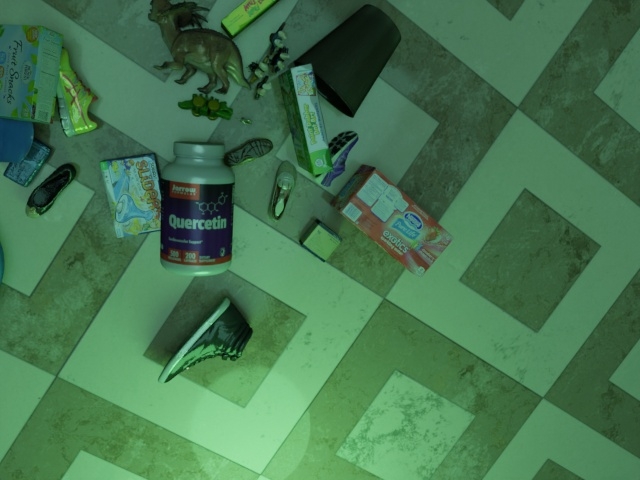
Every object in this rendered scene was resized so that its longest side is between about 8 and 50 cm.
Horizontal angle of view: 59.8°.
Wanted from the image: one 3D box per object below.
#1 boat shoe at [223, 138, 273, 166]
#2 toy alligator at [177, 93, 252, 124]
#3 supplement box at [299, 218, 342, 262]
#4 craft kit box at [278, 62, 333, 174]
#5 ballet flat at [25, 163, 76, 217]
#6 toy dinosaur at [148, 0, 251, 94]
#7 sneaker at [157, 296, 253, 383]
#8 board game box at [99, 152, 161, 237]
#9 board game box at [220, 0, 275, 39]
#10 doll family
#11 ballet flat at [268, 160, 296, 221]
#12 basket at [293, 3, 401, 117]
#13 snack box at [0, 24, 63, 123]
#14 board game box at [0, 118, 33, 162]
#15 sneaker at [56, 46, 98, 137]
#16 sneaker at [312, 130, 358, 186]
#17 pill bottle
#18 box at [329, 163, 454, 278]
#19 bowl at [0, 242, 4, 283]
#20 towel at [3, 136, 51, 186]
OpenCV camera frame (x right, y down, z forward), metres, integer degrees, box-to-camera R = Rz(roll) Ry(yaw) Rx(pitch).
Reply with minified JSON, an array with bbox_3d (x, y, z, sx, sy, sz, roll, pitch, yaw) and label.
[{"bbox_3d":[-0.189,-0.231,1.459,0.136,0.045,0.050,-20,98,-1],"label":"boat shoe"},{"bbox_3d":[-0.264,-0.339,1.418,0.190,0.056,0.051,11,69,-12],"label":"toy alligator"},{"bbox_3d":[0.000,0.000,1.542,0.083,0.056,0.083,37,95,-16],"label":"supplement box"},{"bbox_3d":[-0.039,-0.295,1.367,0.061,0.250,0.246,-17,104,-7],"label":"craft kit box"},{"bbox_3d":[-0.681,-0.126,1.392,0.057,0.049,0.173,40,93,-15],"label":"ballet flat"},{"bbox_3d":[-0.284,-0.472,1.351,0.296,0.127,0.200,18,92,-19],"label":"toy dinosaur"},{"bbox_3d":[-0.307,0.311,1.532,0.147,0.104,0.295,43,88,-11],"label":"sneaker"},{"bbox_3d":[-0.477,-0.116,1.439,0.136,0.035,0.201,-11,105,-8],"label":"board game box"},{"bbox_3d":[-0.161,-0.570,1.360,0.181,0.092,0.043,-39,107,0],"label":"board game box"},{"bbox_3d":[-0.127,-0.448,1.391,0.076,0.111,0.193,36,99,-18],"label":"doll family"},{"bbox_3d":[-0.099,-0.129,1.496,0.057,0.052,0.168,11,100,-12],"label":"ballet flat"},{"bbox_3d":[0.081,-0.465,1.404,0.204,0.154,0.227,40,90,-14],"label":"basket"},{"bbox_3d":[-0.686,-0.379,1.269,0.175,0.070,0.206,10,95,20],"label":"snack box"},{"bbox_3d":[-0.759,-0.254,1.349,0.169,0.033,0.133,3,90,12],"label":"board game box"},{"bbox_3d":[-0.592,-0.360,1.347,0.094,0.081,0.208,-10,109,-19],"label":"sneaker"},{"bbox_3d":[0.047,-0.221,1.506,0.071,0.068,0.170,33,97,-38],"label":"sneaker"},{"bbox_3d":[-0.309,-0.082,1.402,0.182,0.181,0.322,1,103,-11],"label":"pill bottle"},{"bbox_3d":[0.193,-0.055,1.519,0.300,0.142,0.154,38,94,-16],"label":"box"},{"bbox_3d":[-0.987,0.053,1.365,0.392,0.077,0.390,-2,103,-10],"label":"bowl"},{"bbox_3d":[-0.724,-0.195,1.379,0.067,0.029,0.119,35,94,-14],"label":"towel"}]
